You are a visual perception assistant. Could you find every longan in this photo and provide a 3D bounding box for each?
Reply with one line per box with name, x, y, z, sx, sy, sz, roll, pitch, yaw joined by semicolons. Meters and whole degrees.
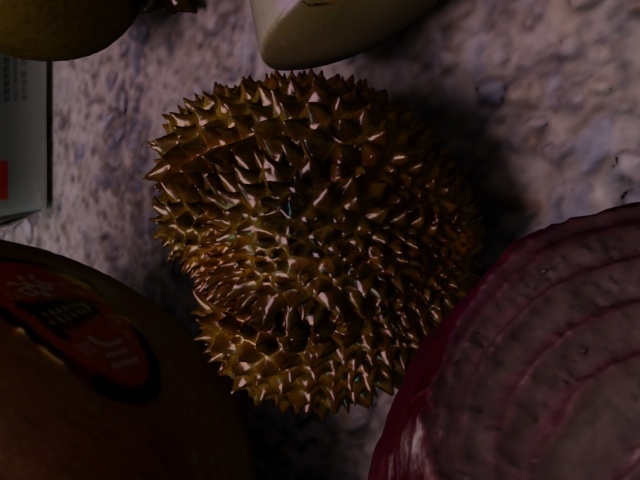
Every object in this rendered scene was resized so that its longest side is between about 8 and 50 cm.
longan;-0.144;-0.174;0.923;0.155;0.176;0.145;111;-177;-68

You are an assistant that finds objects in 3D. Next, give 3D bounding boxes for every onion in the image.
onion;0.109;0.113;0.529;0.206;0.216;0.207;50;147;43

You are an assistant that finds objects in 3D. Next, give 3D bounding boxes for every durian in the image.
durian;0.000;0.000;0.742;0.168;0.137;0.158;-2;125;45

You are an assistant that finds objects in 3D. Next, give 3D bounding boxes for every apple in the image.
apple;-0.222;0.184;0.901;0.333;0.400;0.400;20;124;13

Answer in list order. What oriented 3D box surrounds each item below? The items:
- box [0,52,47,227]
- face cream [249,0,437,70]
box;-0.248;-0.153;1.137;0.135;0.079;0.269;35;128;50
face cream;-0.007;-0.256;0.711;0.173;0.081;0.349;-11;90;62
